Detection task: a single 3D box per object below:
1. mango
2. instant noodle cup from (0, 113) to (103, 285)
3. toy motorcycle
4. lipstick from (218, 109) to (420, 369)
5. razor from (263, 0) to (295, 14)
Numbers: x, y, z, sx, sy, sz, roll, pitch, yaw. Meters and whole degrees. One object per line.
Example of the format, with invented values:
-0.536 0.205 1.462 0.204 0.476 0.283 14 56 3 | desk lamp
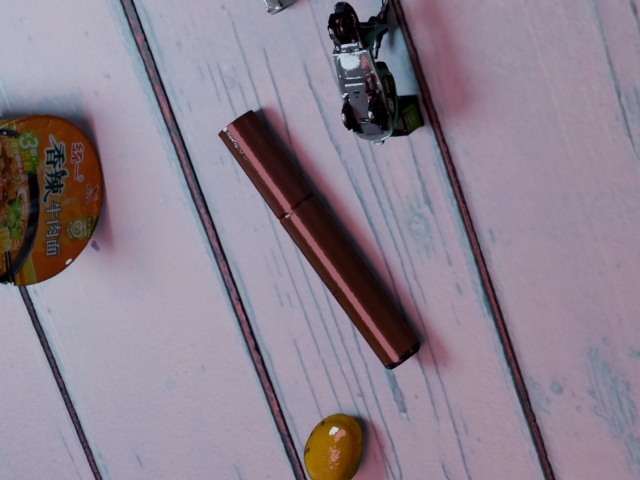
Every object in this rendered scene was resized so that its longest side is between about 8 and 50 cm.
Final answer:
0.019 0.270 2.175 0.079 0.057 0.114 43 129 21 | mango
-0.433 -0.071 2.247 0.182 0.230 0.230 18 124 42 | instant noodle cup
0.056 -0.189 1.875 0.058 0.100 0.173 -2 114 38 | toy motorcycle
0.000 0.000 2.046 0.057 0.057 0.356 -35 89 43 | lipstick
-0.116 -0.384 1.942 0.111 0.056 0.278 -28 102 45 | razor
